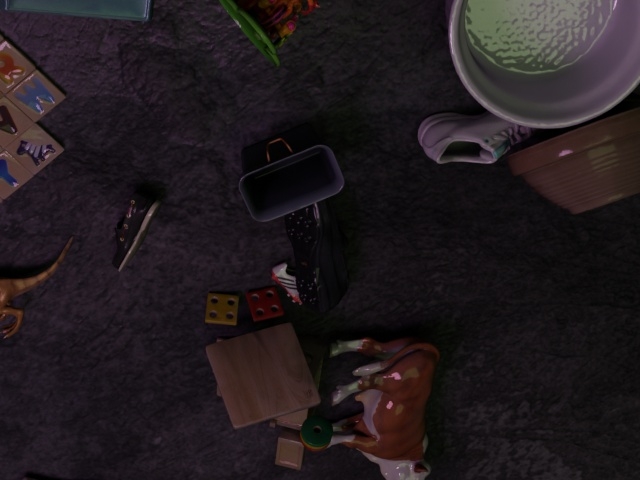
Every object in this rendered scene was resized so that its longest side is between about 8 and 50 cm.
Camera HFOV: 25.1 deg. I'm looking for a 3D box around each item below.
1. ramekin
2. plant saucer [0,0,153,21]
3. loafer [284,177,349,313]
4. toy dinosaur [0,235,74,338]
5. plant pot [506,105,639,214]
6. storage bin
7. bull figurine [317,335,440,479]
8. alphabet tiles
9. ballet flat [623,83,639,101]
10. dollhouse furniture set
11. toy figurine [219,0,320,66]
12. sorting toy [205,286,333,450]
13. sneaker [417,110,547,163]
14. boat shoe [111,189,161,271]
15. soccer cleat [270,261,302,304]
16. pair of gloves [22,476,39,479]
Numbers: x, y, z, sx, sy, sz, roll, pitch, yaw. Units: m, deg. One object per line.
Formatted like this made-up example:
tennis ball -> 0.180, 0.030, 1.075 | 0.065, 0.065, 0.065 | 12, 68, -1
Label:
ramekin -> 0.291, -0.296, 1.856 | 0.277, 0.135, 0.277 | -2, 115, -4
plant saucer -> -0.303, -0.309, 1.803 | 0.192, 0.018, 0.067 | 3, 123, -14
loafer -> 0.000, 0.000, 2.061 | 0.078, 0.076, 0.223 | -34, 132, -34
toy dinosaur -> -0.438, 0.072, 2.004 | 0.211, 0.064, 0.112 | -9, 124, -7
plant pot -> 0.382, -0.105, 1.961 | 0.237, 0.237, 0.110 | -20, 89, 1
storage bin -> -0.049, -0.104, 1.958 | 0.135, 0.091, 0.098 | -23, 126, 2
bull figurine -> 0.096, 0.272, 2.245 | 0.188, 0.101, 0.310 | 0, 124, -11
alphabet tiles -> -0.509, -0.173, 1.851 | 0.285, 0.011, 0.342 | -37, 124, 13
ballet flat -> 0.409, -0.225, 1.992 | 0.230, 0.077, 0.077 | 4, 122, -15
dollhouse furniture set -> -0.085, 0.233, 2.204 | 0.160, 0.101, 0.182 | 13, 124, 7
toy figurine -> -0.031, -0.314, 1.791 | 0.159, 0.173, 0.130 | -40, 107, -1
sorting toy -> -0.087, 0.192, 2.075 | 0.132, 0.275, 0.046 | -15, 154, -15
sneaker -> 0.247, -0.145, 1.998 | 0.212, 0.094, 0.080 | -16, 125, -3
boat shoe -> -0.263, -0.014, 2.002 | 0.042, 0.049, 0.133 | 30, 124, 2
soccer cleat -> -0.039, 0.063, 2.115 | 0.035, 0.029, 0.083 | -36, 120, 17
pair of gloves -> -0.410, 0.477, 2.304 | 0.204, 0.042, 0.240 | 12, 119, -17
